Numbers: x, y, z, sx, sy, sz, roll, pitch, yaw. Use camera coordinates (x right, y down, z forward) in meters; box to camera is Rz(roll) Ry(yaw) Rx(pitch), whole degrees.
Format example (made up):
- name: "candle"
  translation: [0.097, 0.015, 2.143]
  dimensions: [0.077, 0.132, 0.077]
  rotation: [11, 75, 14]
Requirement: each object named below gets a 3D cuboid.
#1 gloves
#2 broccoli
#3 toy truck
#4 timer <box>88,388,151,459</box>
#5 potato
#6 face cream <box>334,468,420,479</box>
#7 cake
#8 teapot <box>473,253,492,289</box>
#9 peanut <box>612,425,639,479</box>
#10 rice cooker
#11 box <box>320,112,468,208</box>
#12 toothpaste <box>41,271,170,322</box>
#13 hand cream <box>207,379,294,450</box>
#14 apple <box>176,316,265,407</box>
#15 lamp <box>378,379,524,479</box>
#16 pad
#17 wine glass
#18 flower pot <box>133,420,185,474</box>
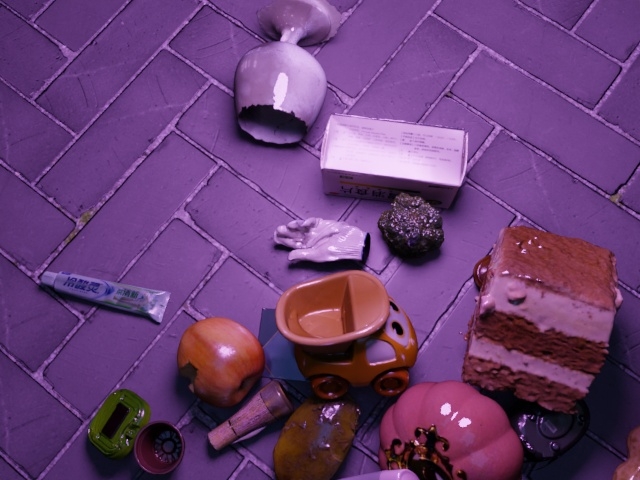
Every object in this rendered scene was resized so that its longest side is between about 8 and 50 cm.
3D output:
- name: "gloves"
  translation: [0.003, 0.002, 1.557]
  dimensions: [0.229, 0.097, 0.119]
  rotation: [11, 70, 0]
- name: "broccoli"
  translation: [0.211, -0.036, 1.543]
  dimensions: [0.146, 0.137, 0.162]
  rotation: [-27, 113, 23]
- name: "toy truck"
  translation: [0.060, 0.200, 1.406]
  dimensions: [0.288, 0.211, 0.204]
  rotation: [-7, 40, 2]
- name: "timer"
  translation: [-0.441, 0.399, 1.456]
  dimensions: [0.128, 0.047, 0.140]
  rotation: [22, 74, 38]
- name: "potato"
  translation: [-0.012, 0.429, 1.426]
  dimensions: [0.149, 0.113, 0.251]
  rotation: [37, 79, 16]
- name: "face cream"
  translation: [0.098, 0.517, 1.324]
  dimensions: [0.073, 0.269, 0.107]
  rotation: [-29, 88, -42]
- name: "cake"
  translation: [0.455, 0.155, 1.371]
  dimensions: [0.282, 0.290, 0.255]
  rotation: [17, 34, 9]
- name: "teapot"
  translation: [0.418, 0.075, 1.534]
  dimensions: [0.129, 0.078, 0.098]
  rotation: [-4, 74, 0]
- name: "peanut"
  translation: [0.674, 0.487, 1.413]
  dimensions: [0.089, 0.089, 0.192]
  rotation: [23, 72, 7]
- name: "rice cooker"
  translation: [0.478, 0.394, 1.422]
  dimensions: [0.203, 0.118, 0.142]
  rotation: [-37, 77, -12]
- name: "box"
  translation: [0.172, -0.183, 1.565]
  dimensions: [0.333, 0.173, 0.145]
  rotation: [7, 76, 4]
- name: "toothpaste"
  translation: [-0.505, 0.122, 1.562]
  dimensions: [0.297, 0.048, 0.074]
  rotation: [13, 74, 2]
- name: "hand cream"
  translation: [-0.159, 0.391, 1.462]
  dimensions: [0.203, 0.084, 0.084]
  rotation: [-33, 76, -3]
- name: "apple"
  translation: [-0.223, 0.259, 1.454]
  dimensions: [0.199, 0.199, 0.199]
  rotation: [0, 74, 1]
- name: "lamp"
  translation: [0.269, 0.427, 1.354]
  dimensions: [0.306, 0.240, 0.305]
  rotation: [9, 104, 38]
- name: "pad"
  translation: [-0.026, 0.244, 1.536]
  dimensions: [0.243, 0.004, 0.163]
  rotation: [5, 74, 2]
- name: "wine glass"
  translation: [-0.084, -0.409, 1.610]
  dimensions: [0.238, 0.238, 0.322]
  rotation: [7, 71, 3]
- name: "flower pot"
  translation: [-0.338, 0.447, 1.441]
  dimensions: [0.111, 0.089, 0.111]
  rotation: [0, 73, 1]
